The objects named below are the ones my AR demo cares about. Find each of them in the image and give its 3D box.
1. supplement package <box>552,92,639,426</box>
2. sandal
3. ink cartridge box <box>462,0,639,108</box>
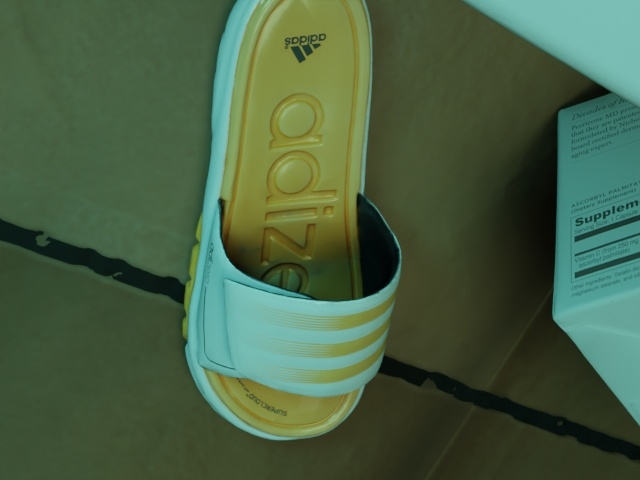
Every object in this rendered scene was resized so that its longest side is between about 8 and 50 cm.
[{"bbox_3d":[0.278,0.006,0.848,0.262,0.145,0.204,-19,132,27],"label":"supplement package"},{"bbox_3d":[-0.010,0.001,0.826,0.102,0.076,0.265,-10,122,-18],"label":"sandal"},{"bbox_3d":[-0.019,-0.217,0.493,0.285,0.395,0.166,24,106,-33],"label":"ink cartridge box"}]
